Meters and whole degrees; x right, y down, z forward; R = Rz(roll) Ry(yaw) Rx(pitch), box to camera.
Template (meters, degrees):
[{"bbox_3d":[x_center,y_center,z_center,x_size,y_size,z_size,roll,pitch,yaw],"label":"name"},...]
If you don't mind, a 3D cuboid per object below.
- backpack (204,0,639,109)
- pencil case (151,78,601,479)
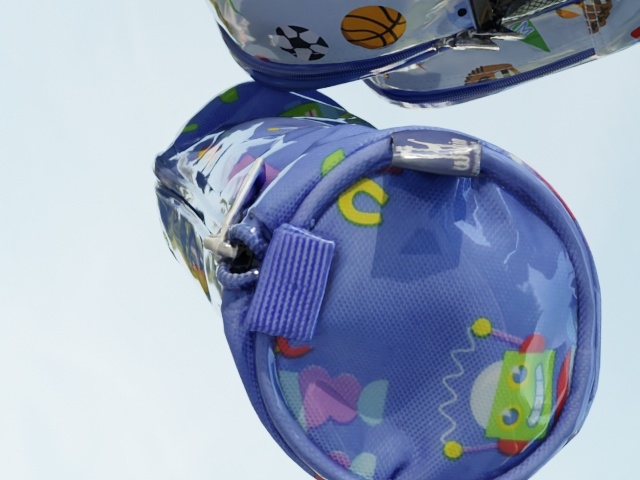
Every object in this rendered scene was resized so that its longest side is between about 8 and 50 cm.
[{"bbox_3d":[0.046,-0.195,0.575,0.277,0.263,0.213,-95,168,-45],"label":"backpack"},{"bbox_3d":[0.000,0.000,0.478,0.133,0.119,0.306,23,5,-16],"label":"pencil case"}]
